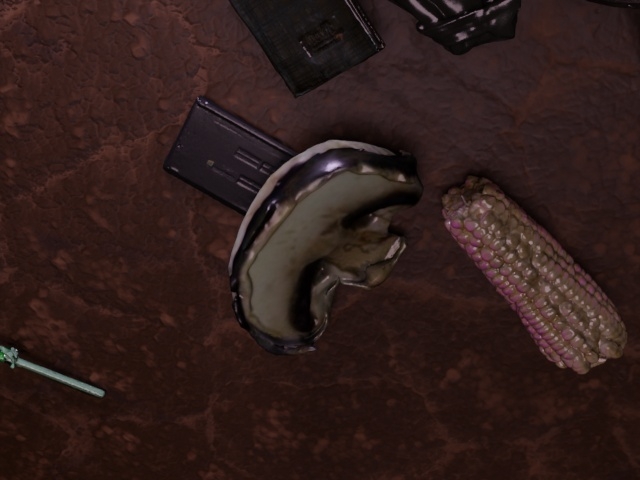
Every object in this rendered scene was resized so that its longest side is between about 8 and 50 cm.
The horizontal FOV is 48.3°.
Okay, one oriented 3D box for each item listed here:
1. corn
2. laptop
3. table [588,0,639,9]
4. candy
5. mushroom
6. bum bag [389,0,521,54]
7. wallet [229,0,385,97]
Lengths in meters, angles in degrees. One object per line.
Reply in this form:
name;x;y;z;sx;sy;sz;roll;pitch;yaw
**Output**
corn;0.304;0.047;1.013;0.126;0.127;0.335;-36;103;20
laptop;-0.121;-0.106;1.038;0.197;0.016;0.135;30;116;-8
table;0.479;-0.257;0.804;0.317;0.317;0.249;-31;123;19
candy;-0.516;0.200;1.207;0.323;0.097;0.097;27;116;-16
mushroom;-0.001;0.000;1.022;0.247;0.130;0.344;9;122;-26
bum bag;0.103;-0.343;0.861;0.326;0.080;0.142;40;107;1
wallet;-0.063;-0.336;0.872;0.169;0.044;0.317;-17;114;44
